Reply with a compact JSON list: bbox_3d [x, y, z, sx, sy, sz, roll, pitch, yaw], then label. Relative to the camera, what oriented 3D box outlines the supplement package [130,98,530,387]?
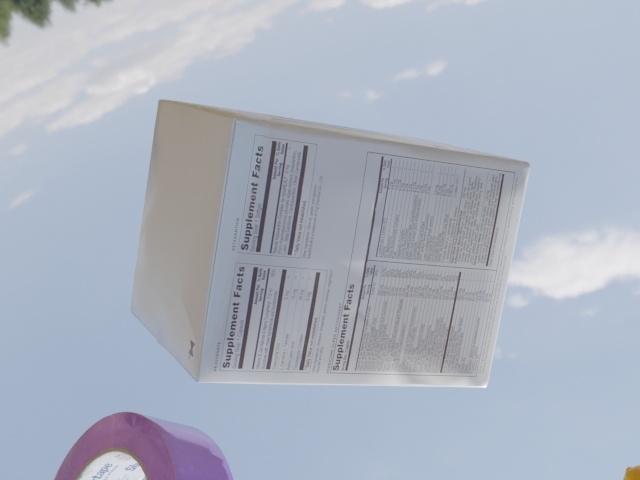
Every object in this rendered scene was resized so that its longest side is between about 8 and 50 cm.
[{"bbox_3d":[0.000,0.000,0.820,0.262,0.198,0.199,5,-171,-26],"label":"supplement package"}]

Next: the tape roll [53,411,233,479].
[{"bbox_3d":[-0.218,0.342,1.109,0.275,0.090,0.275,-22,-123,38],"label":"tape roll"}]

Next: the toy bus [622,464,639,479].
[{"bbox_3d":[0.271,0.218,0.668,0.149,0.211,0.220,4,174,-29],"label":"toy bus"}]
